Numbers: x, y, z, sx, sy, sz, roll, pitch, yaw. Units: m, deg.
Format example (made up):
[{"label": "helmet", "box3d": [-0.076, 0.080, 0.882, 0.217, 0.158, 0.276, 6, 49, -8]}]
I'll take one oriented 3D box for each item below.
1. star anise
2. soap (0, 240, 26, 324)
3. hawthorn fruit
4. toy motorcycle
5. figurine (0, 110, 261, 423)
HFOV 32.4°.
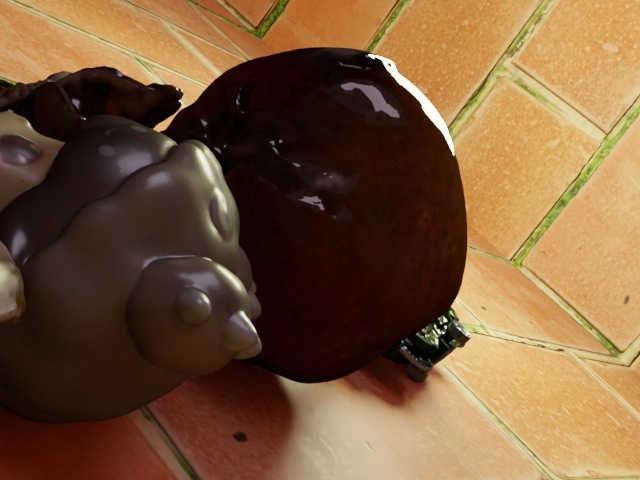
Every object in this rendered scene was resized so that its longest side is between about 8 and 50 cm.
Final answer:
[{"label": "star anise", "box3d": [-0.249, -0.100, 0.947, 0.288, 0.088, 0.288, -5, 11, 1]}, {"label": "soap", "box3d": [-0.325, 0.003, 0.442, 0.293, 0.156, 0.335, 35, 12, 13]}, {"label": "hawthorn fruit", "box3d": [-0.005, -0.012, 1.003, 0.324, 0.308, 0.308, 37, 12, -23]}, {"label": "toy motorcycle", "box3d": [0.093, 0.072, 1.318, 0.187, 0.125, 0.274, 48, 15, 9]}, {"label": "figurine", "box3d": [-0.214, -0.009, 0.703, 0.380, 0.203, 0.248, 21, 0, -6]}]
